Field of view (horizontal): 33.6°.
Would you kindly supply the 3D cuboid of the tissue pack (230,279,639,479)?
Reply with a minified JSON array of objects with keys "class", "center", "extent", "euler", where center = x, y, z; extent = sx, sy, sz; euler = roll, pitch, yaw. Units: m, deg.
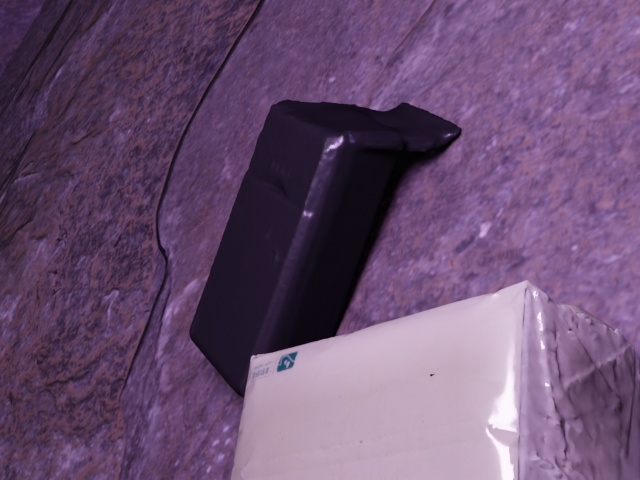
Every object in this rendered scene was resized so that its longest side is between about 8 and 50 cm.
[{"class":"tissue pack","center":[0.096,0.230,0.989],"extent":[0.380,0.207,0.297],"euler":[-22,53,41]}]

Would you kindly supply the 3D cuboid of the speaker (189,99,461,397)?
[{"class":"speaker","center":[0.000,0.000,1.316],"extent":[0.180,0.184,0.388],"euler":[37,110,54]}]
